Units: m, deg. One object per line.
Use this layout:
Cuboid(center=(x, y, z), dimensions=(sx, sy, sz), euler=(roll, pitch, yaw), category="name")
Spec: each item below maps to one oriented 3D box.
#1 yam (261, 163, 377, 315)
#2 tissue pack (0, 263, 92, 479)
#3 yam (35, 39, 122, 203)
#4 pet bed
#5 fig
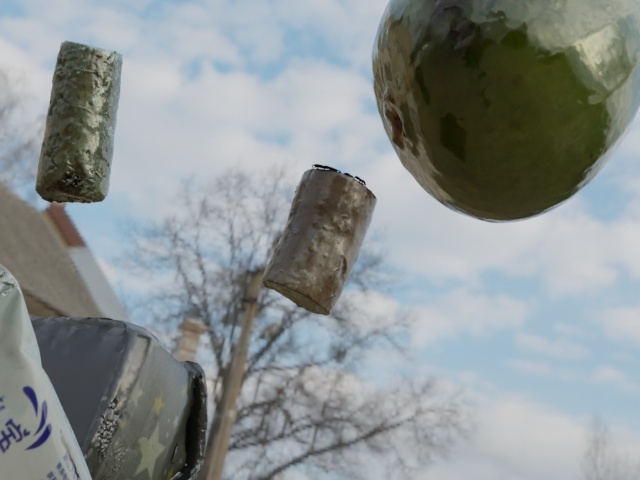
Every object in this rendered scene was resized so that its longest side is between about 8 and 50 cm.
Cuboid(center=(-0.001, 0.000, 0.977), dimensions=(0.084, 0.127, 0.084), euler=(21, -17, 7), category="yam")
Cuboid(center=(-0.111, 0.110, 0.317), dimensions=(0.026, 0.122, 0.193), euler=(22, -42, 43), category="tissue pack")
Cuboid(center=(-0.250, -0.126, 1.103), dimensions=(0.078, 0.179, 0.078), euler=(7, -11, 1), category="yam")
Cuboid(center=(-0.227, 0.175, 0.981), dimensions=(0.210, 0.183, 0.159), euler=(-4, -39, 28), category="pet bed")
Cuboid(center=(0.215, -0.182, 1.111), dimensions=(0.316, 0.316, 0.316), euler=(11, -23, 5), category="fig")
